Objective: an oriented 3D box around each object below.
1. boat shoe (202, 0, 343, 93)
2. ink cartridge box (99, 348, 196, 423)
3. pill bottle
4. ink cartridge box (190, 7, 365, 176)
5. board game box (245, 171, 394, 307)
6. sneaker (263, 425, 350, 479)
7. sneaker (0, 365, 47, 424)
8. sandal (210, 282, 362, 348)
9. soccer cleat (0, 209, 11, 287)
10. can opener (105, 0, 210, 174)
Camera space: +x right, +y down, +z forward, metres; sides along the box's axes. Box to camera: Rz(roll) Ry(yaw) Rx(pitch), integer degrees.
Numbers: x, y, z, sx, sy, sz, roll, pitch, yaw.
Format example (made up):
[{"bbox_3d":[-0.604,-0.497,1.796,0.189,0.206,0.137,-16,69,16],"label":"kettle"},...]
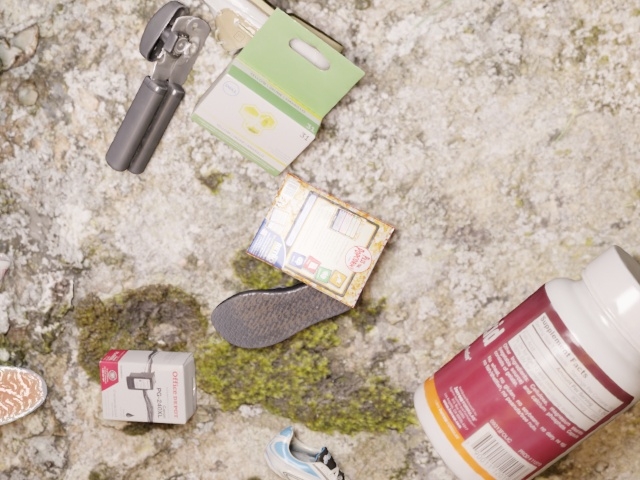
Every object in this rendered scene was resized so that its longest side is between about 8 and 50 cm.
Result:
[{"bbox_3d":[-0.118,-0.333,1.824,0.302,0.113,0.103,32,102,0],"label":"boat shoe"},{"bbox_3d":[-0.293,0.249,2.028,0.150,0.063,0.109,1,104,10],"label":"ink cartridge box"},{"bbox_3d":[0.354,0.199,1.814,0.392,0.224,0.224,-41,94,17],"label":"pill bottle"},{"bbox_3d":[-0.068,-0.219,1.808,0.171,0.056,0.235,34,135,-14],"label":"ink cartridge box"},{"bbox_3d":[0.000,0.000,1.900,0.193,0.045,0.147,28,89,3],"label":"board game box"},{"bbox_3d":[0.013,0.406,2.001,0.237,0.085,0.086,37,112,-2],"label":"sneaker"},{"bbox_3d":[-0.626,0.289,2.089,0.302,0.121,0.108,-13,83,-6],"label":"sneaker"},{"bbox_3d":[-0.053,0.111,1.960,0.254,0.054,0.097,-15,102,3],"label":"sandal"},{"bbox_3d":[-0.600,0.089,2.021,0.143,0.116,0.331,0,114,-15],"label":"soccer cleat"},{"bbox_3d":[-0.271,-0.246,1.909,0.095,0.076,0.283,42,111,32],"label":"can opener"}]
